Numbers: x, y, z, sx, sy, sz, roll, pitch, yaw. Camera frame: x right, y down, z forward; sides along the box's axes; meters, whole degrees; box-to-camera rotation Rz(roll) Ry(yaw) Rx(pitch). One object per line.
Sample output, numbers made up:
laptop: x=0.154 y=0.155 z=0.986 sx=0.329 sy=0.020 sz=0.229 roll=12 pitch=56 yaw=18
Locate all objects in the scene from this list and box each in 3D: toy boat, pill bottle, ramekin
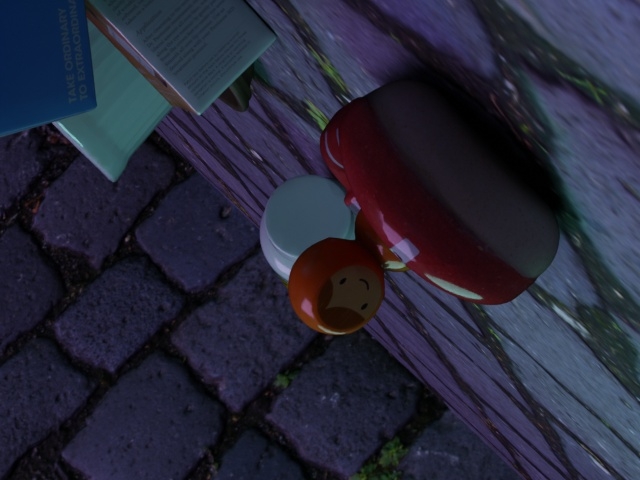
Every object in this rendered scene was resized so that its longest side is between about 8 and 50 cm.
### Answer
toy boat: x=0.043 y=-0.003 z=0.933 sx=0.151 sy=0.151 sz=0.231 roll=45 pitch=176 yaw=-4
pill bottle: x=0.000 y=0.000 z=1.593 sx=0.117 sy=0.117 sz=0.208 roll=44 pitch=175 yaw=14
ramekin: x=-0.250 y=-0.198 z=1.450 sx=0.277 sy=0.135 sz=0.277 roll=44 pitch=176 yaw=3

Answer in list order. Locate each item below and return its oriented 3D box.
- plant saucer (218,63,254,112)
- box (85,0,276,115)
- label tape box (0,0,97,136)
plant saucer: x=-0.157 y=-0.231 z=1.427 sx=0.278 sy=0.041 sz=0.278 roll=45 pitch=175 yaw=5
box: x=-0.135 y=-0.195 z=1.223 sx=0.170 sy=0.091 sz=0.130 roll=46 pitch=176 yaw=-15
label tape box: x=-0.224 y=-0.209 z=1.019 sx=0.348 sy=0.115 sz=0.249 roll=-146 pitch=49 yaw=-63
